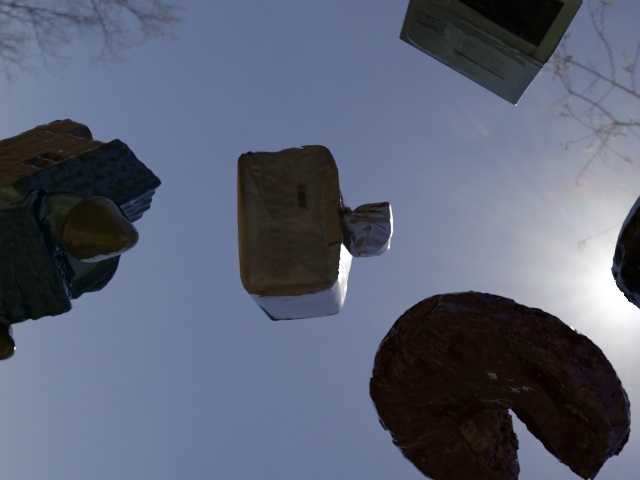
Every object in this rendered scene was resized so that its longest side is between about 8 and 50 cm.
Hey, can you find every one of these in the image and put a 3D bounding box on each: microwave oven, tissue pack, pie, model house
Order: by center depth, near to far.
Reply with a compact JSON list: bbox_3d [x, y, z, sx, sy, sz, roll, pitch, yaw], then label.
[{"bbox_3d":[0.140,0.139,0.639,0.204,0.054,0.218,39,-49,4],"label":"pie"},{"bbox_3d":[-0.275,0.012,0.768,0.325,0.267,0.194,10,-58,42],"label":"model house"},{"bbox_3d":[0.237,-0.317,1.077,0.122,0.208,0.162,-57,175,-11],"label":"microwave oven"},{"bbox_3d":[0.000,0.000,1.165,0.305,0.239,0.238,78,2,-77],"label":"tissue pack"}]

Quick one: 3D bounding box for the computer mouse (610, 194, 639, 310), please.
[{"bbox_3d":[0.353,-0.044,0.508,0.323,0.183,0.116,-27,-131,24],"label":"computer mouse"}]
